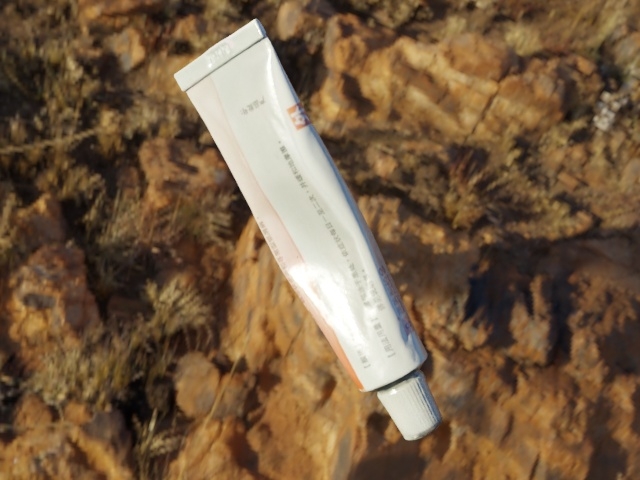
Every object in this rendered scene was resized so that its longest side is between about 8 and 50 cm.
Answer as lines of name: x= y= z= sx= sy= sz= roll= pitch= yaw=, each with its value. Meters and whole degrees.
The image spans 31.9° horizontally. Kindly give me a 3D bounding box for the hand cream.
hand cream: x=-0.001 y=0.001 z=0.552 sx=0.052 sy=0.038 sz=0.216 roll=-27 pitch=93 yaw=6
